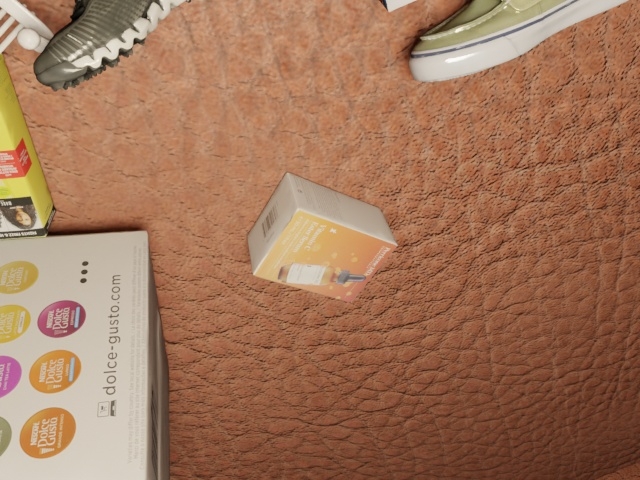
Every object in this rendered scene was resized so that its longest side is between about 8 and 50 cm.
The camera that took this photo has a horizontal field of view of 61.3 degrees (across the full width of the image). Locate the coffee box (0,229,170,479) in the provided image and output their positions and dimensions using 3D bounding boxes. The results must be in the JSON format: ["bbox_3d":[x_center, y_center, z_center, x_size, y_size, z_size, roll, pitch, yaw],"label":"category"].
[{"bbox_3d":[-0.376,0.229,0.690,0.335,0.337,0.338,-3,139,-13],"label":"coffee box"}]

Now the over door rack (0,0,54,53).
[{"bbox_3d":[-0.431,-0.202,0.434,0.240,0.108,0.324,-40,116,10],"label":"over door rack"}]

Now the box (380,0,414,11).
[{"bbox_3d":[0.148,-0.341,0.507,0.233,0.044,0.159,-21,134,6],"label":"box"}]

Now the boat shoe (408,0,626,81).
[{"bbox_3d":[0.232,-0.280,0.621,0.303,0.109,0.094,-27,116,-4],"label":"boat shoe"}]

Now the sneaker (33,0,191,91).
[{"bbox_3d":[-0.187,-0.238,0.499,0.234,0.078,0.106,-49,120,-20],"label":"sneaker"}]

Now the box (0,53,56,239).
[{"bbox_3d":[-0.379,-0.107,0.613,0.088,0.058,0.232,-3,130,-9],"label":"box"}]

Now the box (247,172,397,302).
[{"bbox_3d":[0.000,0.000,0.788,0.171,0.091,0.130,18,123,-28],"label":"box"}]
